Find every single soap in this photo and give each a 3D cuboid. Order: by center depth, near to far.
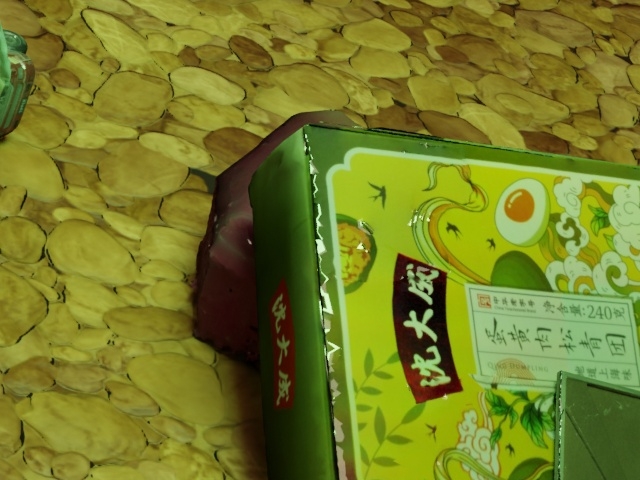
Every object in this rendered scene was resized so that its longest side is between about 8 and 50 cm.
[{"bbox_3d":[0.000,0.000,1.727,0.220,0.127,0.325,33,35,12],"label":"soap"}]

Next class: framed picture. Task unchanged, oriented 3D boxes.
[{"bbox_3d":[0.240,0.187,1.441,0.109,0.011,0.149,17,61,-20],"label":"framed picture"}]

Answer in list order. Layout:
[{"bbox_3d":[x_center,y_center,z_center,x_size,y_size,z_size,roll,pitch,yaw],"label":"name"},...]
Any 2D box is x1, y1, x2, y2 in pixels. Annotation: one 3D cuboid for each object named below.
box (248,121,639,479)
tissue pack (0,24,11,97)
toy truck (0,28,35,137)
[{"bbox_3d":[0.156,0.109,1.526,0.420,0.138,0.373,7,65,-24],"label":"box"},{"bbox_3d":[-0.460,-0.089,1.466,0.332,0.205,0.405,4,39,-1],"label":"tissue pack"},{"bbox_3d":[-0.414,-0.210,1.790,0.135,0.114,0.270,-15,49,-47],"label":"toy truck"}]
